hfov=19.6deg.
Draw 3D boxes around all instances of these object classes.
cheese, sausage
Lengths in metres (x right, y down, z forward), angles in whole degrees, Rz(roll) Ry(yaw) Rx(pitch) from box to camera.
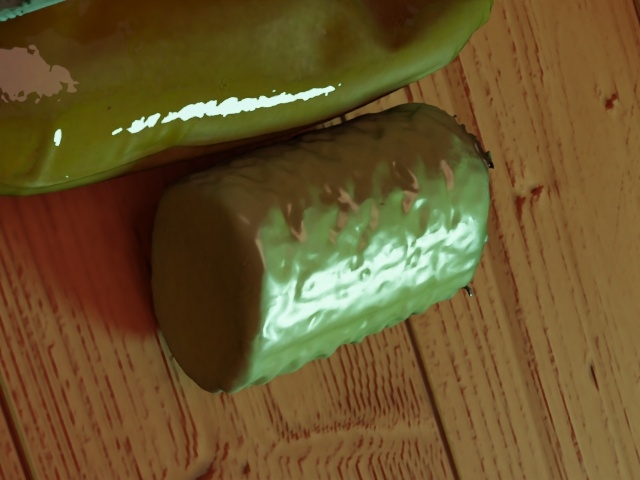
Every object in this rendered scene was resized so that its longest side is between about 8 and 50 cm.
[{"bbox_3d":[0.000,0.000,0.955,0.167,0.094,0.123,-22,139,-34],"label":"cheese"},{"bbox_3d":[-0.046,-0.111,0.925,0.354,0.116,0.134,-17,65,-37],"label":"sausage"}]

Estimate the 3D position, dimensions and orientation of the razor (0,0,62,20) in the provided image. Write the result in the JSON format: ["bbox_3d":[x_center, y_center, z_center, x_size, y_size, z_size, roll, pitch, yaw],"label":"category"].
[{"bbox_3d":[-0.196,-0.082,0.787,0.036,0.211,0.084,-44,118,-77],"label":"razor"}]
